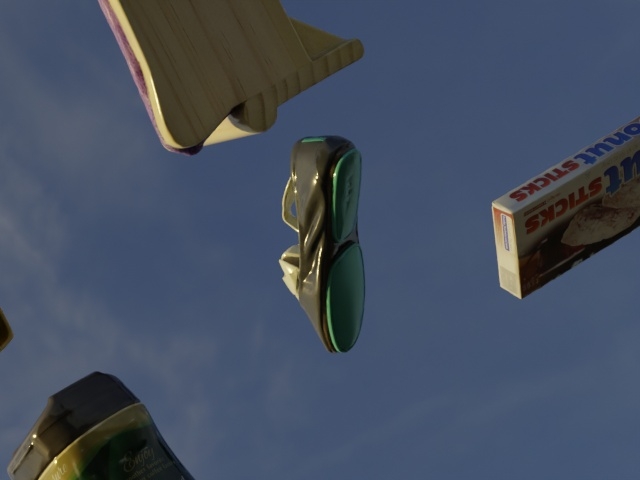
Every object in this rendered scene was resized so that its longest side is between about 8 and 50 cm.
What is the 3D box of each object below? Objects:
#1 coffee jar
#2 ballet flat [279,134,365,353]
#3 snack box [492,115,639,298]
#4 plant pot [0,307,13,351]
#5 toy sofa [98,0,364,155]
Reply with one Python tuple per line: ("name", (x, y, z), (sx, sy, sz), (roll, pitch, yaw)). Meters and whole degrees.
("coffee jar", (-0.109, 0.172, 0.993), (0.079, 0.184, 0.096), (-29, -15, -43))
("ballet flat", (0.000, 0.000, 1.390), (0.074, 0.074, 0.203), (-10, -58, -15))
("snack box", (0.179, -0.033, 0.996), (0.178, 0.022, 0.064), (-29, -51, -25))
("plant pot", (-0.289, 0.061, 1.178), (0.083, 0.081, 0.081), (-7, -63, 32))
("toy sofa", (-0.139, -0.238, 1.175), (0.177, 0.150, 0.362), (-34, -76, -27))
